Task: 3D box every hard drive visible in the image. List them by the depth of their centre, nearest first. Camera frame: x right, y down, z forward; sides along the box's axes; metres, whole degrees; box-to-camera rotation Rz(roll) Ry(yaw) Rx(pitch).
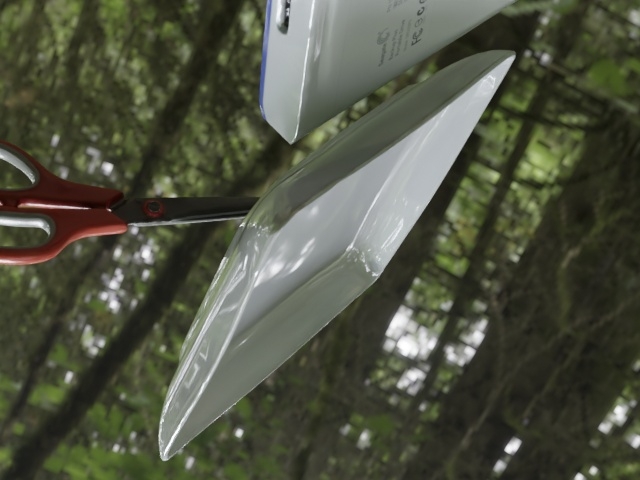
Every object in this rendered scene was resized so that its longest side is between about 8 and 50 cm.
[{"bbox_3d":[0.100,-0.208,0.889,0.319,0.210,0.040,-34,-114,-25],"label":"hard drive"}]

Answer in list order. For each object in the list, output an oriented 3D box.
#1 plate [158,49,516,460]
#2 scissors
[{"bbox_3d":[0.000,0.000,1.021,0.045,0.278,0.277,42,-133,12],"label":"plate"},{"bbox_3d":[-0.146,-0.013,1.108,0.297,0.021,0.109,10,-128,-13],"label":"scissors"}]
